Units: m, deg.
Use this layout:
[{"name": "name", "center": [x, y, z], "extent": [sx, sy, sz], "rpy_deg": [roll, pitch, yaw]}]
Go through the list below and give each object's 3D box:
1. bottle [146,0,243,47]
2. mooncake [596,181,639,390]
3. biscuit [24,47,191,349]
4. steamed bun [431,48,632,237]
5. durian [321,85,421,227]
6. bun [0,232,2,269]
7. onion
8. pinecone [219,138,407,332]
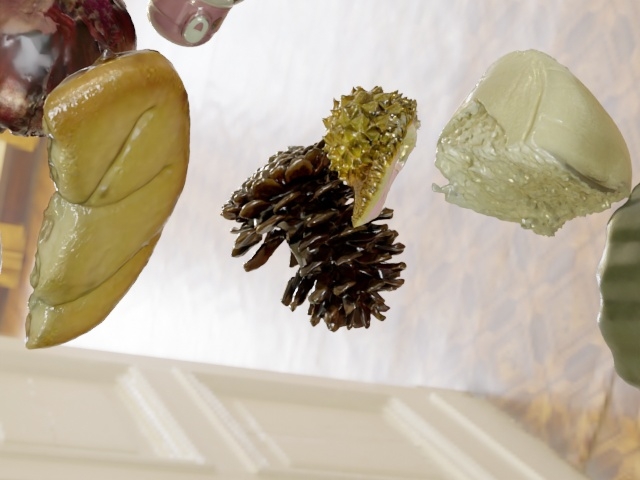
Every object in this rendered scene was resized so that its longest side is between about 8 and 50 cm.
[{"name": "bottle", "center": [-0.115, -0.338, 1.421], "extent": [0.253, 0.120, 0.120], "rpy_deg": [-58, 32, 25]}, {"name": "mooncake", "center": [0.528, 0.063, 1.682], "extent": [0.187, 0.351, 0.351], "rpy_deg": [4, 84, 58]}, {"name": "biscuit", "center": [-0.182, -0.033, 1.070], "extent": [0.045, 0.154, 0.299], "rpy_deg": [42, 136, 29]}, {"name": "steamed bun", "center": [0.375, -0.148, 2.000], "extent": [0.272, 0.290, 0.273], "rpy_deg": [13, 75, 50]}, {"name": "durian", "center": [0.071, -0.120, 1.607], "extent": [0.078, 0.140, 0.224], "rpy_deg": [134, 149, -54]}, {"name": "bun", "center": [-0.518, -0.024, 1.325], "extent": [0.361, 0.361, 0.213], "rpy_deg": [-70, 26, 21]}, {"name": "onion", "center": [-0.325, -0.206, 1.339], "extent": [0.219, 0.252, 0.252], "rpy_deg": [-57, 33, 28]}, {"name": "pinecone", "center": [-0.002, 0.002, 1.748], "extent": [0.292, 0.246, 0.246], "rpy_deg": [58, 140, 16]}]
